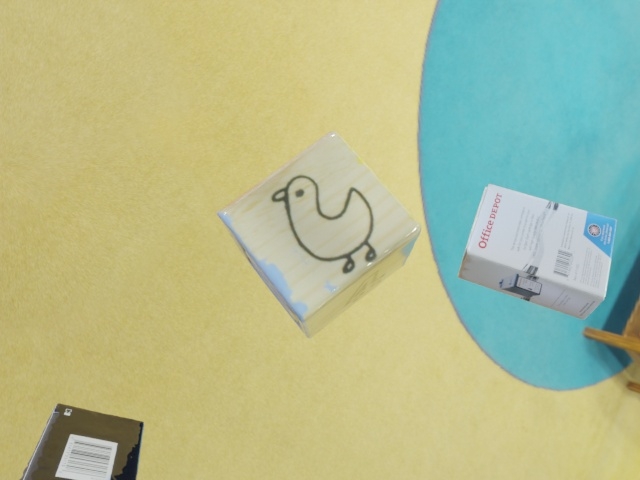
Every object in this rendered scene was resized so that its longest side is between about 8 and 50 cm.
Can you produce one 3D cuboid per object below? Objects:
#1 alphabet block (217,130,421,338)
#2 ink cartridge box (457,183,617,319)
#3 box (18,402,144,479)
[{"bbox_3d":[0.000,0.000,0.739,0.197,0.193,0.192,-38,77,-10],"label":"alphabet block"},{"bbox_3d":[0.319,0.013,0.764,0.082,0.190,0.140,83,29,-56],"label":"ink cartridge box"},{"bbox_3d":[-0.231,0.262,0.460,0.093,0.156,0.158,20,98,-18],"label":"box"}]
